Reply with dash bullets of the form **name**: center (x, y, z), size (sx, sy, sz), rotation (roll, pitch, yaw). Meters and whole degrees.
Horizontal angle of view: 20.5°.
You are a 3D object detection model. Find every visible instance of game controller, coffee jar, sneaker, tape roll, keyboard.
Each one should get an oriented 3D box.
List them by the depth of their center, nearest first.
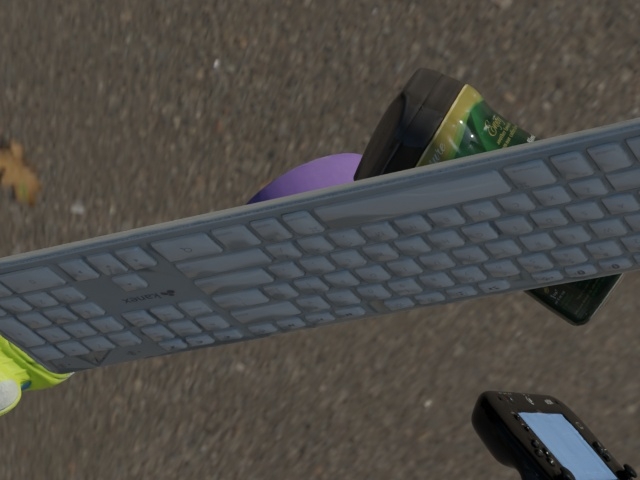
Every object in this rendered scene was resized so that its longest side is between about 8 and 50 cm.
- **keyboard**: center (-0.001, 0.006, 0.548), size (0.256, 0.072, 0.014), rotation (-12, 61, 27)
- **coffee jar**: center (0.117, -0.030, 1.143), size (0.184, 0.096, 0.079), rotation (31, 36, 2)
- **sneaker**: center (-0.341, 0.126, 1.627), size (0.240, 0.126, 0.091), rotation (-15, 100, -31)
- **tape roll**: center (0.000, 0.000, 1.855), size (0.189, 0.189, 0.080), rotation (-24, 62, -16)
- **game controller**: center (0.264, 0.236, 1.951), size (0.067, 0.319, 0.166), rotation (-36, 71, 16)
